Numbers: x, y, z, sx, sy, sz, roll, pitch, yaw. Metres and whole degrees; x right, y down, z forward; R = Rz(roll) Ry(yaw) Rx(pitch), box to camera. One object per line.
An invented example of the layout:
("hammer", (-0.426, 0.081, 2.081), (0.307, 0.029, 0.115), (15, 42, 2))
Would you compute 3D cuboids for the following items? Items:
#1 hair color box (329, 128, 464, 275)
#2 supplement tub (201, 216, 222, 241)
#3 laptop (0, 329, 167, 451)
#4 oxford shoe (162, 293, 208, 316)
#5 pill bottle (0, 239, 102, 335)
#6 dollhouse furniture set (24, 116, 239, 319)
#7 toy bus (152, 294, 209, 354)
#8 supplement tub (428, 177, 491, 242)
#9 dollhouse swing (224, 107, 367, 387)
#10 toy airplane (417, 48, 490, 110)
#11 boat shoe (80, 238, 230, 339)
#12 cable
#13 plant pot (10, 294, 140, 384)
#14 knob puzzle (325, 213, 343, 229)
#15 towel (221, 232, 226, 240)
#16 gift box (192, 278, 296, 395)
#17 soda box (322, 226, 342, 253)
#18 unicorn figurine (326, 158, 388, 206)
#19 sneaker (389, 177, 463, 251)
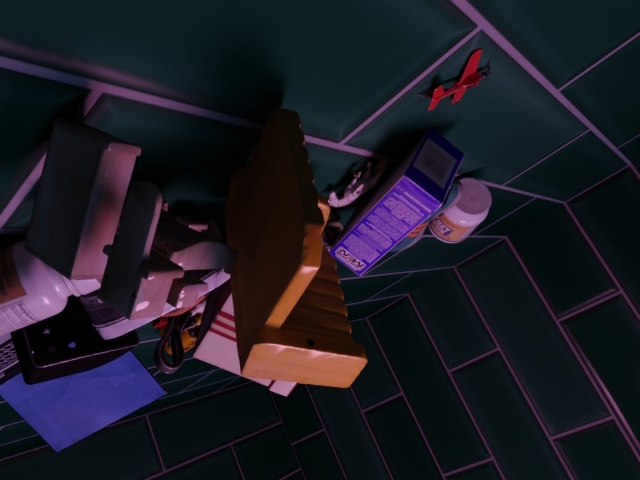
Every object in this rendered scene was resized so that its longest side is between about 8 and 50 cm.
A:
("hair color box", (0.167, -0.077, 1.217), (0.339, 0.110, 0.185), (-45, -171, 51))
("supplement tub", (-0.255, 0.002, 1.057), (0.107, 0.070, 0.071), (-20, 162, -16))
("laptop", (-0.657, 0.344, 1.218), (0.382, 0.236, 0.408), (-30, 162, 13))
("oxford shoe", (-0.375, 0.124, 1.213), (0.272, 0.096, 0.098), (-22, 156, -11))
("pill bottle", (-0.479, 0.071, 0.845), (0.230, 0.131, 0.131), (-22, 162, -13))
("dollhouse furniture set", (-0.199, -0.042, 0.766), (0.356, 0.303, 0.173), (1, 111, -59))
("toy bus", (-0.384, 0.266, 1.585), (0.191, 0.104, 0.202), (-22, 163, -12))
("supplement tub", (0.416, -0.089, 1.591), (0.145, 0.144, 0.199), (-21, 162, -14))
("dollhouse swing", (-0.001, 0.010, 0.877), (0.315, 0.346, 0.305), (17, 135, -35))
("toy airplane", (0.253, -0.288, 0.985), (0.151, 0.028, 0.151), (-23, 161, -9))
("boat shoe", (-0.276, 0.056, 0.965), (0.307, 0.104, 0.113), (-27, -156, -17))
("cable", (-0.333, 0.190, 1.268), (0.072, 0.139, 0.287), (-38, -168, 17))
("plant pot", (-0.487, 0.171, 1.006), (0.188, 0.188, 0.167), (-7, 149, -46))
("knob puzzle", (-0.040, -0.026, 1.337), (0.213, 0.029, 0.213), (-22, 163, -7))
("towel", (-0.237, 0.012, 1.201), (0.238, 0.021, 0.102), (-20, 165, -17))
("gift box", (-0.109, 0.165, 1.164), (0.258, 0.255, 0.276), (26, 119, -15))
("soda box", (0.000, 0.000, 1.326), (0.060, 0.053, 0.169), (-33, 161, 25))
("unicorn figurine", (0.080, -0.121, 1.178), (0.162, 0.060, 0.111), (-18, 161, -22))
("sneaker", (0.260, -0.074, 1.502), (0.121, 0.108, 0.302), (-3, 144, -49))
